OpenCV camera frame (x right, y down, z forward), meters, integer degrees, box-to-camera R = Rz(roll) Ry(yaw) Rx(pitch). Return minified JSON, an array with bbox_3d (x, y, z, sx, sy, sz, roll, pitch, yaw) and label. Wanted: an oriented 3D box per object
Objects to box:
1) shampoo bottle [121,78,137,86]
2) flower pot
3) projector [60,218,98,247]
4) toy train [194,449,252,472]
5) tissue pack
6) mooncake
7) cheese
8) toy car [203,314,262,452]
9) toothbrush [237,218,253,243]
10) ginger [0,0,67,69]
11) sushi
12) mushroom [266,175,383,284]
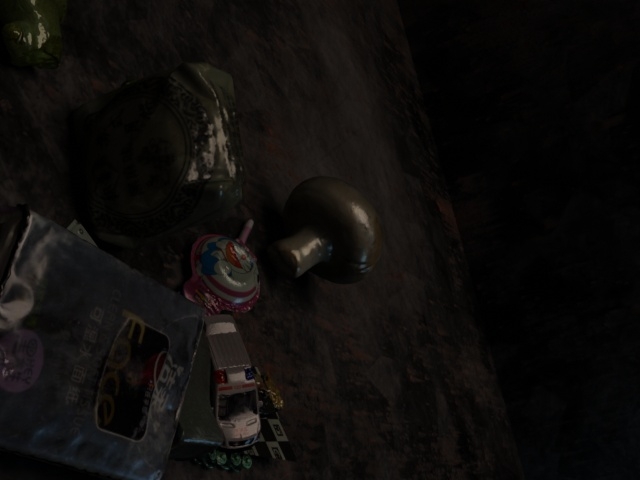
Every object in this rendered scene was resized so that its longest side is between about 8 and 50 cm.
[{"bbox_3d":[-0.270,-0.160,1.529,0.118,0.087,0.234,-99,165,-81],"label":"shampoo bottle"},{"bbox_3d":[-0.222,0.203,1.320,0.108,0.103,0.229,30,43,-58],"label":"flower pot"},{"bbox_3d":[-0.342,0.057,1.228,0.115,0.061,0.147,61,25,-25],"label":"projector"},{"bbox_3d":[-0.158,0.327,1.446,0.148,0.038,0.071,33,39,-54],"label":"toy train"},{"bbox_3d":[-0.298,0.140,1.094,0.361,0.122,0.259,41,59,-53],"label":"tissue pack"},{"bbox_3d":[-0.240,-0.129,1.365,0.136,0.250,0.254,13,61,-66],"label":"mooncake"},{"bbox_3d":[-0.178,0.071,1.568,0.155,0.062,0.244,50,37,-6],"label":"cheese"},{"bbox_3d":[-0.146,0.217,1.398,0.089,0.108,0.209,0,47,-30],"label":"toy car"},{"bbox_3d":[-0.163,0.040,1.698,0.025,0.020,0.286,52,28,-23],"label":"toothbrush"},{"bbox_3d":[-0.436,-0.381,1.353,0.137,0.089,0.289,20,55,-38],"label":"ginger"},{"bbox_3d":[-0.107,0.268,1.530,0.215,0.050,0.192,29,31,-58],"label":"sushi"},{"bbox_3d":[0.000,0.000,1.878,0.243,0.244,0.243,48,31,-41],"label":"mushroom"}]
